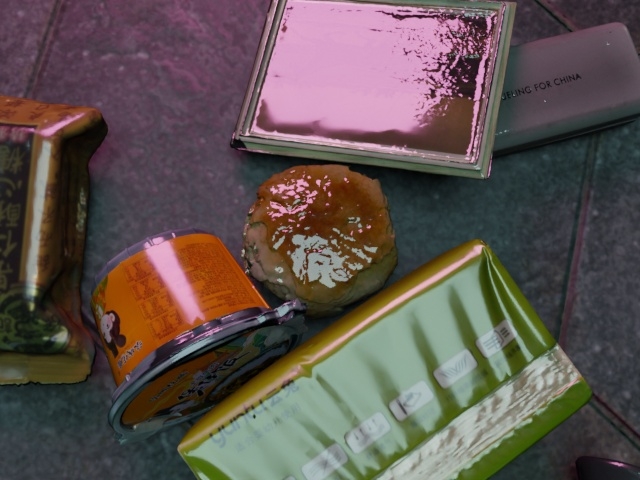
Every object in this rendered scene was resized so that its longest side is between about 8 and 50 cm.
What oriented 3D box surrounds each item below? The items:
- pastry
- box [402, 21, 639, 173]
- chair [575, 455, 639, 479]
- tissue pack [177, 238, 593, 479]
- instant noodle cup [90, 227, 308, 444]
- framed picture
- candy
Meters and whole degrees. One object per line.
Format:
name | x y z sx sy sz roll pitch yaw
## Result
pastry | 0.001 -0.003 0.738 0.153 0.081 0.153 0 79 0
box | 0.204 -0.144 0.793 0.244 0.055 0.103 -15 80 -7
chair | 0.294 0.298 0.700 0.095 0.104 0.221 -4 83 -31
tissue pack | 0.045 0.145 0.652 0.275 0.200 0.167 -35 84 -9
instant noodle cup | -0.122 0.070 0.681 0.208 0.177 0.125 -34 70 4
framed picture | 0.051 -0.163 0.762 0.252 0.014 0.197 8 72 14
candy | -0.264 0.002 0.713 0.143 0.101 0.271 5 85 5
